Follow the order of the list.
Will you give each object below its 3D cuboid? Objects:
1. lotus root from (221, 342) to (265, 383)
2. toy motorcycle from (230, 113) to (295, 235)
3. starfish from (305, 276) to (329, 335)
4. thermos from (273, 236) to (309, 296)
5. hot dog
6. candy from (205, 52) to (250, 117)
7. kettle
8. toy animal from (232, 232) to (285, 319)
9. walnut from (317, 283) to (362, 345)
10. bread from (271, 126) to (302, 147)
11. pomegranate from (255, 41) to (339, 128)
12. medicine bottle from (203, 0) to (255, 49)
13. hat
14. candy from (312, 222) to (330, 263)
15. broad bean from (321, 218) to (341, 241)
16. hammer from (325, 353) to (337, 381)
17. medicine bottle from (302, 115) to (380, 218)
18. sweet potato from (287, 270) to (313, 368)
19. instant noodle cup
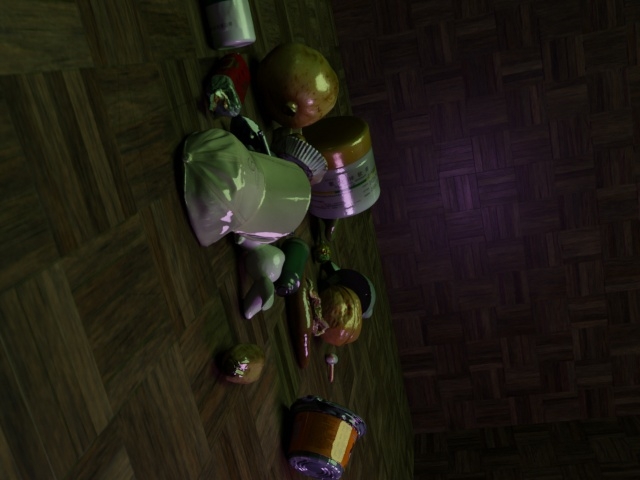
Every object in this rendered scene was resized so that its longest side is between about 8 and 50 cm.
[{"bbox_3d":[-0.135,0.216,1.091,0.152,0.063,0.072,42,59,-70],"label":"lotus root"},{"bbox_3d":[-0.119,-0.134,1.349,0.307,0.108,0.173,59,16,-59],"label":"toy motorcycle"},{"bbox_3d":[-0.024,0.177,1.639,0.150,0.053,0.210,56,-15,24],"label":"starfish"},{"bbox_3d":[-0.075,0.064,1.460,0.188,0.073,0.083,-77,156,-60],"label":"thermos"},{"bbox_3d":[-0.060,-0.184,1.494,0.144,0.075,0.268,39,-13,-6],"label":"hot dog"},{"bbox_3d":[-0.186,-0.320,1.260,0.292,0.059,0.086,-84,160,-54],"label":"candy"},{"bbox_3d":[0.082,0.156,1.980,0.221,0.161,0.236,52,6,12],"label":"kettle"},{"bbox_3d":[-0.130,0.053,1.233,0.127,0.131,0.182,-22,96,-45],"label":"toy animal"},{"bbox_3d":[0.053,0.215,1.786,0.144,0.144,0.180,40,39,-72],"label":"walnut"},{"bbox_3d":[-0.075,-0.219,1.663,0.105,0.077,0.152,-84,163,-47],"label":"bread"},{"bbox_3d":[-0.065,-0.386,1.574,0.215,0.215,0.215,-9,90,-78],"label":"pomegranate"},{"bbox_3d":[-0.201,-0.527,1.254,0.095,0.095,0.260,-53,134,-74],"label":"medicine bottle"},{"bbox_3d":[-0.123,-0.105,1.087,0.164,0.226,0.220,105,-19,-65],"label":"hat"},{"bbox_3d":[0.000,0.000,1.947,0.201,0.060,0.060,-95,170,-56],"label":"candy"},{"bbox_3d":[0.040,-0.088,1.978,0.207,0.072,0.153,-106,-157,-56],"label":"broad bean"},{"bbox_3d":[0.034,0.381,1.847,0.052,0.031,0.083,42,47,-66],"label":"hammer"},{"bbox_3d":[0.046,-0.218,1.834,0.238,0.237,0.232,-81,159,-55],"label":"medicine bottle"},{"bbox_3d":[-0.049,0.197,1.529,0.078,0.058,0.255,172,-87,-81],"label":"sweet potato"},{"bbox_3d":[0.003,0.446,1.358,0.208,0.177,0.126,48,43,-32],"label":"instant noodle cup"}]
